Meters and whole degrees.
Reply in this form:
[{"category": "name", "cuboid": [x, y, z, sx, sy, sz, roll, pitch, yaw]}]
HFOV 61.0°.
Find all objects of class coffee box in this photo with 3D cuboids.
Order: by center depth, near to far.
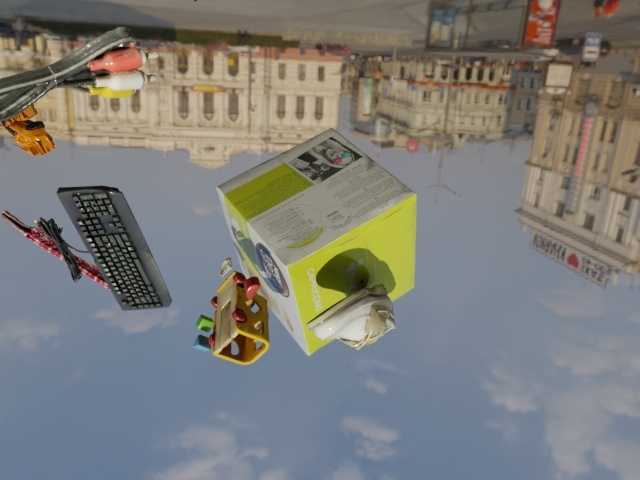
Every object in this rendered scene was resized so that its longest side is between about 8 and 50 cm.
[{"category": "coffee box", "cuboid": [0.000, 0.000, 1.321, 0.338, 0.337, 0.334, -30, -131, -18]}]

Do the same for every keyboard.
[{"category": "keyboard", "cuboid": [-0.426, 0.028, 1.051, 0.202, 0.317, 0.033, -2, -139, 10]}]

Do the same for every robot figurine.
[{"category": "robot figurine", "cuboid": [-0.822, -0.328, 1.433, 0.291, 0.211, 0.085, 23, -129, 33]}]

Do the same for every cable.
[{"category": "cable", "cuboid": [-0.377, -0.244, 0.829, 0.287, 0.072, 0.139, -36, 179, -38]}]

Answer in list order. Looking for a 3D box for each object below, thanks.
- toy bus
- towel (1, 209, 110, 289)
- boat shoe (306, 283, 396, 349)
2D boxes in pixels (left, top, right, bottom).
[{"category": "toy bus", "cuboid": [-0.157, 0.150, 1.103, 0.104, 0.202, 0.191, 28, 168, -28]}, {"category": "towel", "cuboid": [-0.570, 0.031, 1.227, 0.199, 0.031, 0.275, 19, 160, 44]}, {"category": "boat shoe", "cuboid": [0.082, 0.161, 1.100, 0.113, 0.103, 0.302, -34, 168, 27]}]
